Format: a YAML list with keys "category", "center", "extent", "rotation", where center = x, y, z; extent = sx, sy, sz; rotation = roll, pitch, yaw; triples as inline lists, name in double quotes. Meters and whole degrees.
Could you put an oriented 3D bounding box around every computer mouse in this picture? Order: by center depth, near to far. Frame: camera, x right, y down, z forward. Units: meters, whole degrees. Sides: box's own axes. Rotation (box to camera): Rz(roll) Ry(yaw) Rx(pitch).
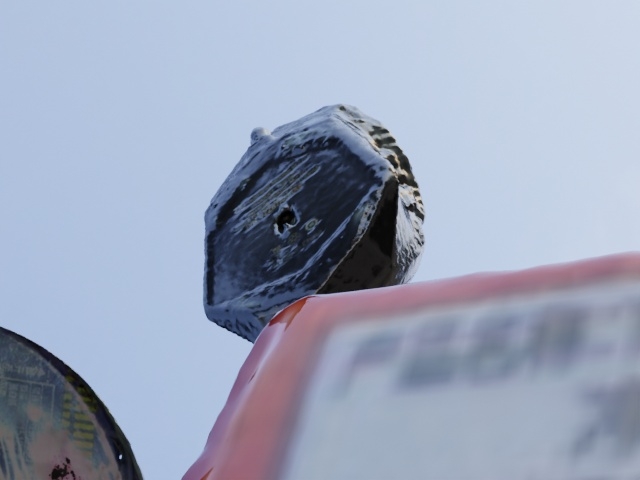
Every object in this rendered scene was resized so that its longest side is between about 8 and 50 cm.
- category: "computer mouse"
  center: [0.000, 0.000, 0.912]
  extent: [0.062, 0.106, 0.192]
  rotation: [49, -169, -26]

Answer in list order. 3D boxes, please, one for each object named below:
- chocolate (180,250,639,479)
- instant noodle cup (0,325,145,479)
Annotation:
- category: "chocolate"
  center: [0.173, 0.137, 0.445]
  extent: [0.341, 0.360, 0.161]
  rotation: [55, -146, -44]
- category: "instant noodle cup"
  center: [-0.293, 0.203, 1.215]
  extent: [0.284, 0.312, 0.284]
  rotation: [9, -106, -31]
